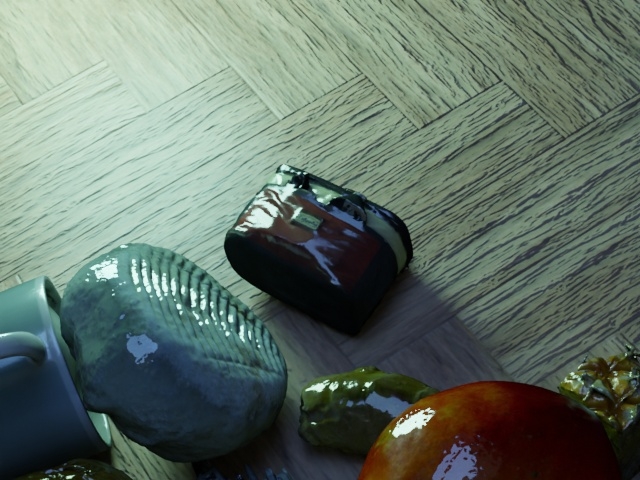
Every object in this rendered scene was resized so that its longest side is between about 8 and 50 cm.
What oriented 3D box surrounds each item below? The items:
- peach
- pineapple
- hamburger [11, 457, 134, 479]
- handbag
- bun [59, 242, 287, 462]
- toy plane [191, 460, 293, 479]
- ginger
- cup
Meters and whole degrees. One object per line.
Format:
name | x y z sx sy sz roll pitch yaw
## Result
peach | 0.199 0.315 1.836 0.338 0.281 0.281 -15 49 -22
pineapple | 0.400 0.237 1.961 0.114 0.236 0.186 47 112 40
hamburger | -0.322 0.429 1.927 0.265 0.134 0.285 -19 67 -11
handbag | 0.000 0.000 2.209 0.254 0.181 0.181 25 63 24
bun | -0.204 0.165 2.050 0.194 0.354 0.354 -47 50 18
toy plane | -0.141 0.338 2.028 0.192 0.088 0.262 -32 52 -9
ginger | 0.095 0.238 2.045 0.263 0.109 0.116 8 38 17
cup | -0.466 0.204 2.036 0.274 0.357 0.259 -22 75 -2
